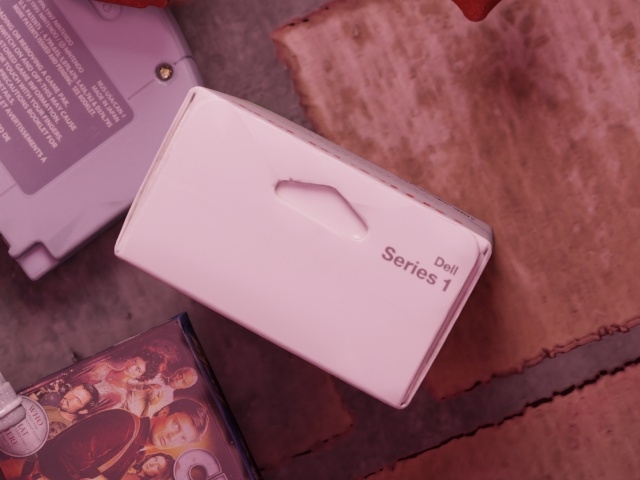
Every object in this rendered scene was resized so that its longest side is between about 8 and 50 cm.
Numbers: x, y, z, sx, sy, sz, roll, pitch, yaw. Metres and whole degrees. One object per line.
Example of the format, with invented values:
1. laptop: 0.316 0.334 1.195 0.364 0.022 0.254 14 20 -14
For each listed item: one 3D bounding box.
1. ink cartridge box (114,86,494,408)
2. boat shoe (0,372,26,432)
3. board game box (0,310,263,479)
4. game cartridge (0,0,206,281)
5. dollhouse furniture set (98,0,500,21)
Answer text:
1. ink cartridge box: 0.000 0.000 1.265 0.201 0.278 0.117 28 94 4
2. boat shoe: -0.350 0.176 1.379 0.320 0.118 0.103 -39 90 10
3. board game box: -0.121 0.195 1.403 0.165 0.042 0.243 -25 90 6
4. game cartridge: -0.212 -0.146 1.392 0.198 0.062 0.297 -36 89 1
5. dollhouse furniture set: -0.010 -0.260 1.279 0.374 0.152 0.201 9 63 5
